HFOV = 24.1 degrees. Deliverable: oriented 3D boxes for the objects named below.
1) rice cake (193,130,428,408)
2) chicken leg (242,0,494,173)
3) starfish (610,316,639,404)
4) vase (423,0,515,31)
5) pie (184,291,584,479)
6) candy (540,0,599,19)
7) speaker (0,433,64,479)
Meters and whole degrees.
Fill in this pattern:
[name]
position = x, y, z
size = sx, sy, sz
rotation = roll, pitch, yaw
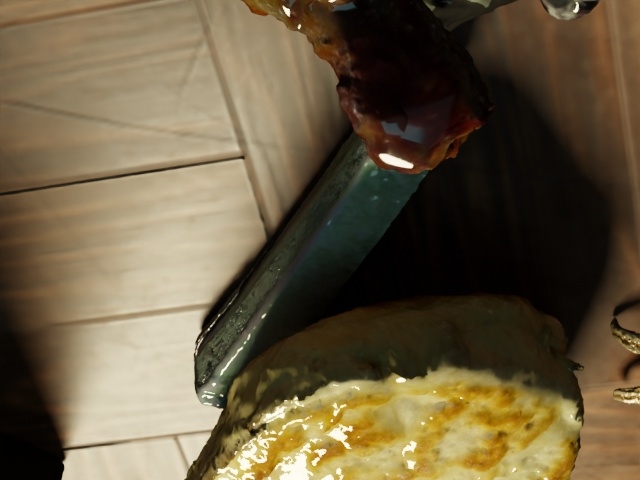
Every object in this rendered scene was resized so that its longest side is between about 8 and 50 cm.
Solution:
[rice cake]
position = 0.000, 0.000, 0.672
size = 0.034, 0.043, 0.211
rotation = 21, 128, -20
[chicken leg]
position = -0.028, -0.173, 0.489
size = 0.177, 0.083, 0.322
rotation = 19, 133, 33
[starfish]
position = 0.177, 0.063, 0.715
size = 0.091, 0.028, 0.078
rotation = 31, 127, -12
[vase]
position = 0.100, -0.119, 0.560
size = 0.167, 0.059, 0.059
rotation = -14, 125, 16
[pie]
position = 0.027, 0.093, 0.699
size = 0.179, 0.084, 0.205
rotation = 5, 139, -21
[candy]
position = 0.079, -0.180, 0.467
size = 0.051, 0.094, 0.226
rotation = 3, 112, 13
[speaker]
position = -0.289, 0.189, 0.727
size = 0.254, 0.232, 0.184
rotation = 27, 124, -16
